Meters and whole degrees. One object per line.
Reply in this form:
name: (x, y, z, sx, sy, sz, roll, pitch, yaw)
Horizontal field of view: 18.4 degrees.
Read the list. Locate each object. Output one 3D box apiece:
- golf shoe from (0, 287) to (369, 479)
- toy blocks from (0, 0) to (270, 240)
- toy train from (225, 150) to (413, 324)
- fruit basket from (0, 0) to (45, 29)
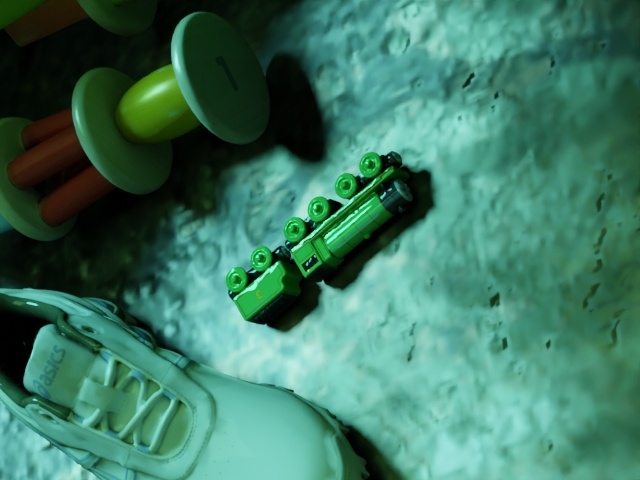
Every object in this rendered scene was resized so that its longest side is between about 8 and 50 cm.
golf shoe: (-0.065, 0.063, 0.684, 0.176, 0.086, 0.069, 21, 85, 40)
toy blocks: (-0.096, -0.066, 0.779, 0.148, 0.054, 0.123, -24, 60, 30)
toy train: (0.000, 0.000, 0.702, 0.083, 0.017, 0.023, -40, 63, 20)
fruit basket: (-0.104, -0.213, 0.586, 0.392, 0.392, 0.283, -37, 80, 22)
